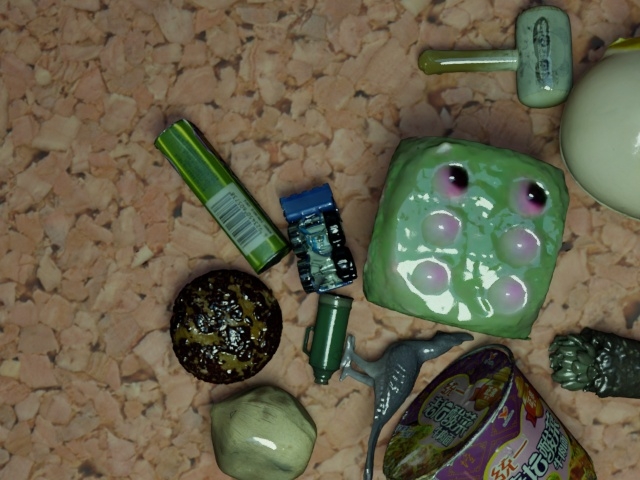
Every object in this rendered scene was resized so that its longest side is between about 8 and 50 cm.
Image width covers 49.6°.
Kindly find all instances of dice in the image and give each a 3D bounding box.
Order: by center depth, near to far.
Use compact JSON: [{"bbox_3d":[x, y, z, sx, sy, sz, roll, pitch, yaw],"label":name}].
[{"bbox_3d":[0.260,-0.005,1.291,0.318,0.330,0.322,13,91,7],"label":"dice"}]

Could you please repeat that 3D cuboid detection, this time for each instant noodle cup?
[{"bbox_3d":[0.320,0.405,1.295,0.266,0.340,0.340,45,93,-5],"label":"instant noodle cup"}]

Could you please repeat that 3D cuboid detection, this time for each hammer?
[{"bbox_3d":[0.352,-0.364,1.409,0.306,0.113,0.201,-2,85,11],"label":"hammer"}]

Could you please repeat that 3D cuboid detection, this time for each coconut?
[{"bbox_3d":[-0.120,0.383,1.377,0.224,0.224,0.224,0,88,6],"label":"coconut"}]

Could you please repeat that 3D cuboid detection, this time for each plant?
[{"bbox_3d":[0.552,0.240,1.355,0.195,0.132,0.129,7,87,1],"label":"plant"}]

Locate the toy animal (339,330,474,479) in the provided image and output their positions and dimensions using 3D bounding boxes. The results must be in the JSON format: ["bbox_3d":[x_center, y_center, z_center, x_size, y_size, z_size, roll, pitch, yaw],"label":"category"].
[{"bbox_3d":[0.125,0.277,1.392,0.206,0.081,0.367,30,65,26],"label":"toy animal"}]

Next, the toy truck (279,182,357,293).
[{"bbox_3d":[0.000,0.000,1.415,0.113,0.126,0.208,-17,79,6],"label":"toy truck"}]

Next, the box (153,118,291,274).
[{"bbox_3d":[-0.199,-0.087,1.435,0.097,0.134,0.345,-39,86,3],"label":"box"}]

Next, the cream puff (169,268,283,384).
[{"bbox_3d":[-0.195,0.176,1.411,0.239,0.165,0.239,-1,86,7],"label":"cream puff"}]

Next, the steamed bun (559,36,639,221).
[{"bbox_3d":[0.635,-0.194,1.272,0.374,0.334,0.333,19,90,1],"label":"steamed bun"}]

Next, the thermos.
[{"bbox_3d":[0.013,0.203,1.435,0.083,0.073,0.187,10,90,-8],"label":"thermos"}]
